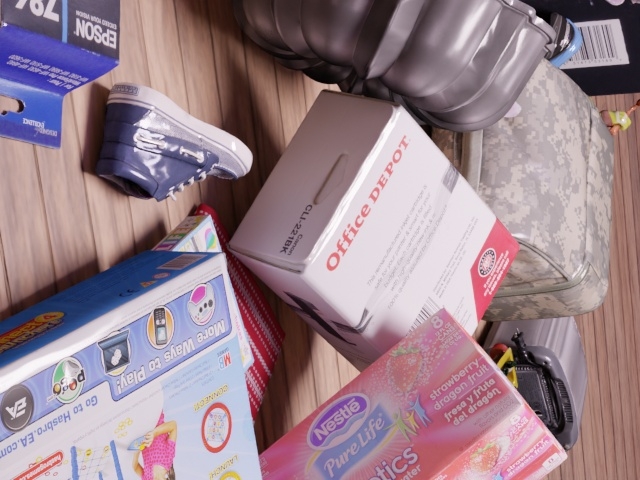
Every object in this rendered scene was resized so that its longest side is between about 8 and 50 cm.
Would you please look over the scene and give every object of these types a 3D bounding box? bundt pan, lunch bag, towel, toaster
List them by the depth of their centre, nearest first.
[{"bbox_3d":[-0.116,0.128,1.475,0.199,0.031,0.274,63,34,-39],"label":"towel"},{"bbox_3d":[0.058,-0.204,1.550,0.331,0.331,0.124,24,88,-62],"label":"bundt pan"},{"bbox_3d":[0.237,-0.078,1.999,0.256,0.213,0.305,44,48,-53],"label":"lunch bag"},{"bbox_3d":[0.299,0.179,2.219,0.146,0.129,0.227,-63,141,-50],"label":"toaster"}]

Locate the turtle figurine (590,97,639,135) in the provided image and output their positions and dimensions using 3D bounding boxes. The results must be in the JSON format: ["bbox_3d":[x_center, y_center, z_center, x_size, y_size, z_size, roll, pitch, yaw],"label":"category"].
[{"bbox_3d":[0.352,-0.142,2.276,0.087,0.269,0.217,33,73,-27],"label":"turtle figurine"}]

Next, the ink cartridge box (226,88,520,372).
[{"bbox_3d":[0.059,0.006,1.588,0.273,0.114,0.197,46,69,-44],"label":"ink cartridge box"}]

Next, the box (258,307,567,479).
[{"bbox_3d":[0.065,0.229,1.528,0.142,0.300,0.154,52,4,36],"label":"box"}]

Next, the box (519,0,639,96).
[{"bbox_3d":[0.406,-0.359,2.265,0.294,0.296,0.182,-63,142,-46],"label":"box"}]

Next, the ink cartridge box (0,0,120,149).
[{"bbox_3d":[-0.222,-0.245,1.236,0.165,0.065,0.332,8,83,-64],"label":"ink cartridge box"}]

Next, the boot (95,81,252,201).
[{"bbox_3d":[-0.134,-0.068,1.417,0.190,0.069,0.086,29,70,-52],"label":"boot"}]

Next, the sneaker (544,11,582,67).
[{"bbox_3d":[0.266,-0.240,2.147,0.078,0.188,0.067,50,6,-6],"label":"sneaker"}]

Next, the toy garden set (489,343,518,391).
[{"bbox_3d":[0.226,0.274,2.070,0.204,0.049,0.244,-45,124,-44],"label":"toy garden set"}]

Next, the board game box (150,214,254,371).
[{"bbox_3d":[-0.111,0.068,1.429,0.103,0.026,0.154,-47,127,-56],"label":"board game box"}]

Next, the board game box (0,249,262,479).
[{"bbox_3d":[-0.171,0.196,1.250,0.308,0.086,0.301,-29,115,-53],"label":"board game box"}]

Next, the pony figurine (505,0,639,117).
[{"bbox_3d":[0.182,-0.357,1.822,0.351,0.303,0.363,54,6,15],"label":"pony figurine"}]
